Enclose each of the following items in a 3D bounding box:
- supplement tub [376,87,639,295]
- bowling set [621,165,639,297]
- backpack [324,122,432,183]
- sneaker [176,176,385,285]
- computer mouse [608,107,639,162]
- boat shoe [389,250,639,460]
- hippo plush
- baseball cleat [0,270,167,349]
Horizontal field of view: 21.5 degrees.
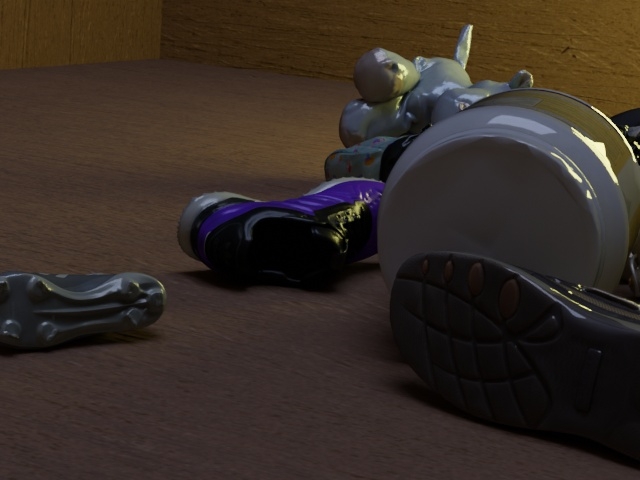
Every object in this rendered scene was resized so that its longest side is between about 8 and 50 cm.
[{"bbox_3d":[0.190,-0.021,1.671,0.241,0.241,0.331,7,11,14],"label":"supplement tub"},{"bbox_3d":[0.340,0.000,1.977,0.287,0.154,0.200,-2,-6,-22],"label":"bowling set"},{"bbox_3d":[0.085,-0.076,2.189,0.115,0.152,0.182,-5,8,-25],"label":"backpack"},{"bbox_3d":[0.000,0.001,1.885,0.293,0.102,0.146,-8,20,-32],"label":"sneaker"},{"bbox_3d":[0.368,-0.124,2.023,0.272,0.072,0.188,-6,-3,-43],"label":"computer mouse"},{"bbox_3d":[0.214,0.102,1.407,0.355,0.132,0.130,24,11,36],"label":"boat shoe"},{"bbox_3d":[0.197,-0.160,2.492,0.236,0.234,0.294,26,30,38],"label":"hippo plush"},{"bbox_3d":[-0.246,0.064,1.556,0.206,0.072,0.109,2,-4,-35],"label":"baseball cleat"}]
